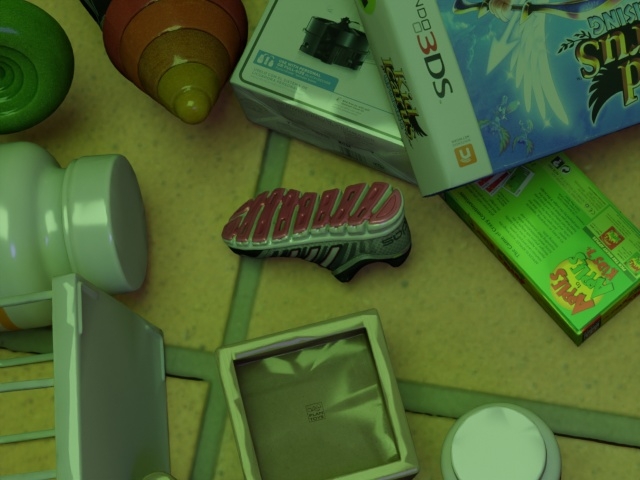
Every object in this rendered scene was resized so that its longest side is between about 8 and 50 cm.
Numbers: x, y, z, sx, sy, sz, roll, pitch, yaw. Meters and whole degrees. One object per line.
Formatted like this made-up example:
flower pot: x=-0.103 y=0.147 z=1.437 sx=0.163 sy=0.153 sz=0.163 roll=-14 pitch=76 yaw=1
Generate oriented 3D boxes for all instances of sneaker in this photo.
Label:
sneaker: x=0.000 y=0.000 z=1.152 sx=0.170 sy=0.075 sz=0.063 roll=-6 pitch=45 yaw=29

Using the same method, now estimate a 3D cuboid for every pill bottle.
pill bottle: x=0.131 y=0.165 z=1.033 sx=0.086 sy=0.152 sz=0.086 roll=-3 pitch=74 yaw=9
pill bottle: x=-0.284 y=0.001 z=1.151 sx=0.272 sy=0.152 sz=0.152 roll=-6 pitch=73 yaw=8

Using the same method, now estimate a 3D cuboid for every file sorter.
file sorter: x=-0.220 y=0.190 z=1.065 sx=0.173 sy=0.193 sz=0.278 roll=-8 pitch=72 yaw=10

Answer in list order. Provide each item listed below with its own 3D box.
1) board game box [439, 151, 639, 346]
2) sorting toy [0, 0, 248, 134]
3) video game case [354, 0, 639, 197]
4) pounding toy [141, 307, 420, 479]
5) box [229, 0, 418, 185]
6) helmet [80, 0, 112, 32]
board game box: x=0.178 y=-0.015 z=1.136 sx=0.092 sy=0.043 sz=0.181 roll=-40 pitch=71 yaw=-3
sorting toy: x=-0.227 y=-0.111 z=1.113 sx=0.365 sy=0.127 sz=0.126 roll=-11 pitch=41 yaw=-6
video game case: x=0.164 y=-0.189 z=1.098 sx=0.269 sy=0.061 sz=0.244 roll=-20 pitch=92 yaw=-18
pounding toy: x=-0.035 y=0.170 z=1.083 sx=0.206 sy=0.094 sz=0.181 roll=-14 pitch=76 yaw=-4
box: x=0.063 y=-0.211 z=1.179 sx=0.169 sy=0.087 sz=0.290 roll=23 pitch=77 yaw=15
helmet: x=-0.155 y=-0.271 z=1.215 sx=0.169 sy=0.169 sz=0.161 roll=-19 pitch=88 yaw=3
